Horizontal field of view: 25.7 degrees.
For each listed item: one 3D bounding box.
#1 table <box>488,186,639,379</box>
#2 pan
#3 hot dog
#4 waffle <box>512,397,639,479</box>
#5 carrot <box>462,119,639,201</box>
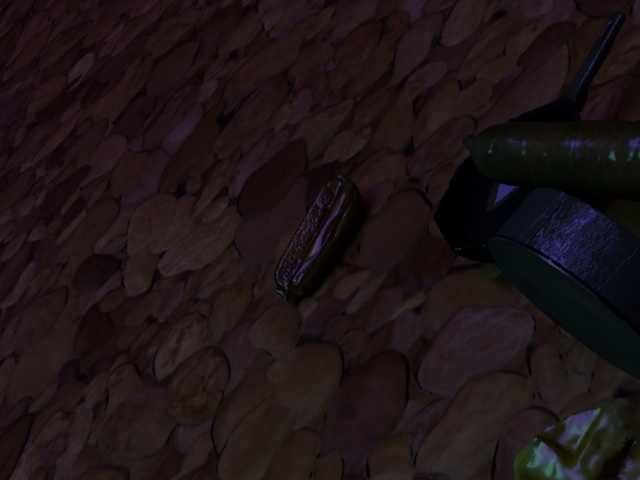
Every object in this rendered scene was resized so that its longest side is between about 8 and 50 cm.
[{"bbox_3d":[0.163,0.027,0.822,0.043,0.133,0.133,-49,28,-7],"label":"table"},{"bbox_3d":[0.174,-0.059,1.005,0.202,0.048,0.128,-43,30,12],"label":"pan"},{"bbox_3d":[0.000,0.000,1.190,0.049,0.037,0.122,17,73,47],"label":"hot dog"},{"bbox_3d":[0.160,0.208,0.565,0.307,0.060,0.312,-28,54,13],"label":"waffle"},{"bbox_3d":[0.224,-0.047,0.867,0.342,0.070,0.070,5,57,45],"label":"carrot"}]
